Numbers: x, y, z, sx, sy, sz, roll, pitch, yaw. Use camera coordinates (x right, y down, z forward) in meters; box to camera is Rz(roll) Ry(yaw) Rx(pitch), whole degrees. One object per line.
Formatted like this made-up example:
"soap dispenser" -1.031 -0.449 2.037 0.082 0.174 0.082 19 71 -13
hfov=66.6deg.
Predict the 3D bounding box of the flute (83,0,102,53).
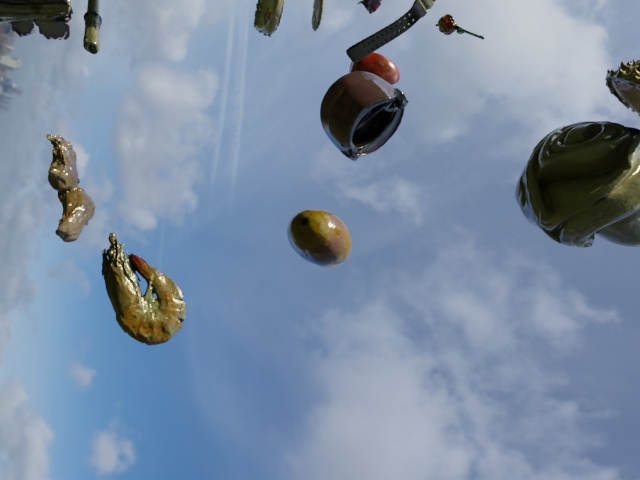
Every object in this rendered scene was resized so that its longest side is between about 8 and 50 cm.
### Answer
"flute" -0.345 -0.360 0.743 0.027 0.027 0.232 -43 -131 35

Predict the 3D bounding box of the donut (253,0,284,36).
"donut" -0.139 -0.648 1.328 0.175 0.068 0.174 -171 -90 -72

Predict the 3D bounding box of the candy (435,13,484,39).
"candy" 0.359 -0.535 1.242 0.184 0.056 0.049 57 -47 49

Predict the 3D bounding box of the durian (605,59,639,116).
"durian" 0.776 -0.360 1.149 0.196 0.305 0.185 24 -73 28

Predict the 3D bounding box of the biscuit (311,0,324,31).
"biscuit" -0.009 -0.698 1.478 0.120 0.015 0.120 -176 -90 -75

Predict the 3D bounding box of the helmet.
"helmet" 0.122 -0.414 1.570 0.197 0.338 0.271 45 -72 12

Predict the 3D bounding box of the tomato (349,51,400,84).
"tomato" 0.186 -0.597 1.663 0.082 0.174 0.166 89 5 -45

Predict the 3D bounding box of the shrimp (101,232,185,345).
"shrimp" -0.279 0.071 0.748 0.190 0.101 0.042 59 -16 6

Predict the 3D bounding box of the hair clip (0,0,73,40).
"hair clip" -0.567 -0.443 0.935 0.292 0.084 0.106 12 -67 23

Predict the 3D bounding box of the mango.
"mango" 0.000 0.000 1.391 0.193 0.316 0.146 32 -97 10

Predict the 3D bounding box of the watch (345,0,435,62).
"watch" 0.174 -0.607 1.285 0.269 0.102 0.164 -25 -120 28

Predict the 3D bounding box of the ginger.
"ginger" -0.629 -0.130 1.223 0.122 0.084 0.289 95 -22 -68

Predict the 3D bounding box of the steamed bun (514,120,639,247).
"steamed bun" 0.665 -0.160 1.194 0.367 0.343 0.254 -108 -171 -59
